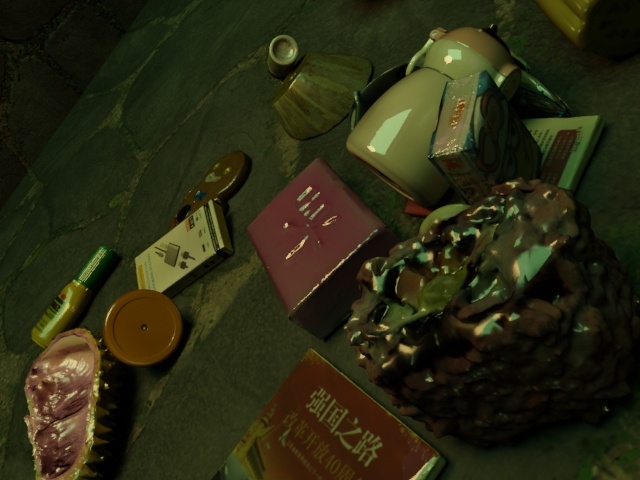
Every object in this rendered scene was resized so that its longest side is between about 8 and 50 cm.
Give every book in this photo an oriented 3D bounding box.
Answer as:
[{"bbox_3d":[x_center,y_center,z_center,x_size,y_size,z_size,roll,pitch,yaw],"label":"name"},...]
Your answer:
[{"bbox_3d":[0.232,-0.093,0.777,0.232,0.022,0.162,11,69,49],"label":"book"},{"bbox_3d":[-0.053,0.331,0.677,0.374,0.028,0.262,-53,35,-7],"label":"book"}]

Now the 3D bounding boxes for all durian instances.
[{"bbox_3d":[-0.405,0.287,1.017,0.191,0.112,0.341,-37,45,2],"label":"durian"}]

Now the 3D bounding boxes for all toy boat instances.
[{"bbox_3d":[0.272,-0.218,0.816,0.066,0.084,0.210,-46,45,10],"label":"toy boat"}]

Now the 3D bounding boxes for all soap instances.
[{"bbox_3d":[-0.001,-0.001,0.882,0.181,0.081,0.259,-43,36,7],"label":"soap"}]

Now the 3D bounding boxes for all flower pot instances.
[{"bbox_3d":[0.367,-0.341,0.748,0.195,0.195,0.179,-25,55,29],"label":"flower pot"}]

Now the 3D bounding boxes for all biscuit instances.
[{"bbox_3d":[-0.237,-0.098,1.257,0.236,0.039,0.180,-53,35,-11],"label":"biscuit"}]

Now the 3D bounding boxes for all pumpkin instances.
[{"bbox_3d":[-0.017,-0.310,1.173,0.217,0.110,0.217,-32,40,32],"label":"pumpkin"}]

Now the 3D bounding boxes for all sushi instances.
[{"bbox_3d":[0.156,0.062,0.588,0.270,0.171,0.236,-30,40,31],"label":"sushi"}]

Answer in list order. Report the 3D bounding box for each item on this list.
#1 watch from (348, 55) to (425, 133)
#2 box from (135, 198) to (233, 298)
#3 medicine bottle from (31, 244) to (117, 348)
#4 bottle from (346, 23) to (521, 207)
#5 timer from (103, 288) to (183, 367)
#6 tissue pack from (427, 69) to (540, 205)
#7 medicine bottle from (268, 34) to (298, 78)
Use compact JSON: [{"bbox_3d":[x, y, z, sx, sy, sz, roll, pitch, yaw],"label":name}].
[{"bbox_3d":[0.129,-0.211,0.958,0.193,0.068,0.206,-46,38,2],"label":"watch"},{"bbox_3d":[-0.280,0.036,1.155,0.247,0.033,0.129,-35,52,17],"label":"box"},{"bbox_3d":[-0.561,0.127,1.356,0.095,0.064,0.260,17,69,52],"label":"medicine bottle"},{"bbox_3d":[0.157,-0.174,0.772,0.236,0.147,0.147,-52,36,4],"label":"bottle"},{"bbox_3d":[-0.327,0.162,1.058,0.152,0.132,0.132,-27,35,62],"label":"timer"},{"bbox_3d":[0.193,-0.098,0.675,0.065,0.155,0.115,-8,55,41],"label":"tissue pack"},{"bbox_3d":[-0.083,-0.389,1.267,0.059,0.059,0.231,-46,9,2],"label":"medicine bottle"}]
